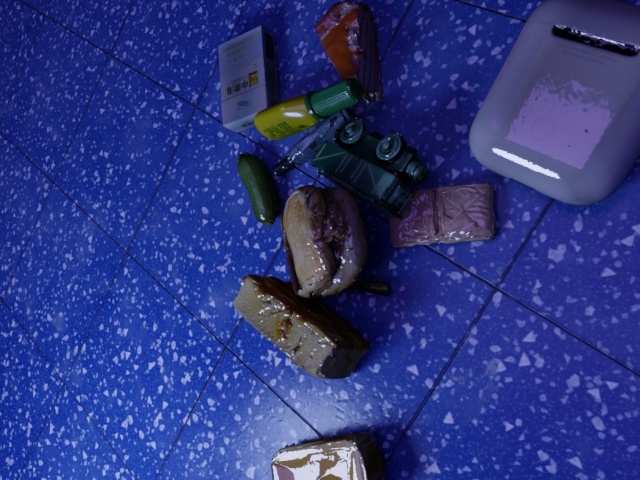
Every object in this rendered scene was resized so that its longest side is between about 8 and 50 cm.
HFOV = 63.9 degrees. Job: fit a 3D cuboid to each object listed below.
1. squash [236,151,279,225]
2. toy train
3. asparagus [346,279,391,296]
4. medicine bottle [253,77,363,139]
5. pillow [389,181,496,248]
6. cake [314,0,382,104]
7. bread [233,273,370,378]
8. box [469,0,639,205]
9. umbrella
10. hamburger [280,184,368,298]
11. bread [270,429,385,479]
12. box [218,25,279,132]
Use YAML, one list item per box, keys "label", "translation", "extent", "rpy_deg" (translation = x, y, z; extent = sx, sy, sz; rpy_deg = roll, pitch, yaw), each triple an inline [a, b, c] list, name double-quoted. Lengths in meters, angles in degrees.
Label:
- label: "squash"
  translation: [-0.159, -0.138, 1.318]
  extent: [0.077, 0.068, 0.219]
  rpy_deg: [-37, 66, 27]
- label: "toy train"
  translation: [0.104, -0.169, 1.122]
  extent: [0.269, 0.115, 0.154]
  rpy_deg: [36, 93, 38]
- label: "asparagus"
  translation: [0.081, 0.102, 1.162]
  extent: [0.165, 0.036, 0.030]
  rpy_deg: [4, 75, 32]
- label: "medicine bottle"
  translation: [-0.029, -0.305, 1.202]
  extent: [0.309, 0.111, 0.076]
  rpy_deg: [-8, 83, 44]
- label: "pillow"
  translation: [0.249, -0.053, 1.080]
  extent: [0.233, 0.043, 0.126]
  rpy_deg: [-5, 75, 33]
- label: "cake"
  translation: [0.086, -0.440, 1.195]
  extent: [0.135, 0.098, 0.287]
  rpy_deg: [-29, 69, 25]
- label: "bread"
  translation: [-0.044, 0.184, 1.141]
  extent: [0.275, 0.185, 0.114]
  rpy_deg: [33, 95, 30]
- label: "box"
  translation: [0.454, -0.256, 0.924]
  extent: [0.289, 0.141, 0.349]
  rpy_deg: [33, 100, 31]
- label: "umbrella"
  translation: [-0.020, -0.236, 1.256]
  extent: [0.250, 0.053, 0.052]
  rpy_deg: [-33, 69, 21]
- label: "hamburger"
  translation: [0.000, 0.000, 1.120]
  extent: [0.286, 0.146, 0.243]
  rpy_deg: [-134, 51, -58]
- label: "bread"
  translation: [0.017, 0.496, 1.104]
  extent: [0.241, 0.107, 0.136]
  rpy_deg: [-22, 70, 26]
- label: "box"
  translation: [-0.192, -0.429, 1.378]
  extent: [0.155, 0.067, 0.242]
  rpy_deg: [-13, 76, 30]
